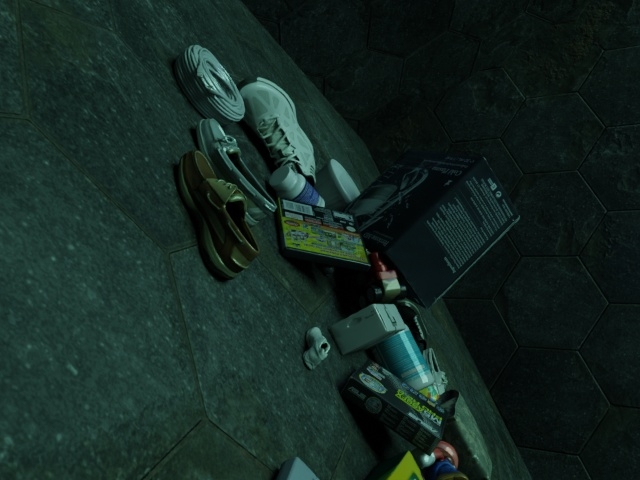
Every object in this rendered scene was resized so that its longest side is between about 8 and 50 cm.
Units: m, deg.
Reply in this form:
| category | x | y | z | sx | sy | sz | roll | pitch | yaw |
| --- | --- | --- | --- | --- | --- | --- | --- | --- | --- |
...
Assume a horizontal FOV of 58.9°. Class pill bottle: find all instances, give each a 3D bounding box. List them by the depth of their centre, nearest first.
| category | x | y | z | sx | sy | sz | roll | pitch | yaw |
| --- | --- | --- | --- | --- | --- | --- | --- | --- | --- |
| pill bottle | 0.248 | 0.368 | 1.834 | 0.264 | 0.146 | 0.146 | 65 | 17 | 17 |
| pill bottle | -0.080 | -0.153 | 1.851 | 0.186 | 0.112 | 0.112 | 47 | 20 | -38 |

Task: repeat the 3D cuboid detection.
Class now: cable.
| category | x | y | z | sx | sy | sz | roll | pitch | yaw |
| --- | --- | --- | --- | --- | --- | --- | --- | --- | --- |
| cable | -0.328 | -0.461 | 1.706 | 0.257 | 0.089 | 0.257 | 41 | 23 | -50 |

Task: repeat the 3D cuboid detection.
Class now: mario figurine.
| category | x | y | z | sx | sy | sz | roll | pitch | yaw |
| --- | --- | --- | --- | --- | --- | --- | --- | --- | --- |
| mario figurine | 0.297 | 0.636 | 1.478 | 0.320 | 0.170 | 0.198 | 114 | -16 | -84 |

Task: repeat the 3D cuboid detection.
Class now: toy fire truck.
| category | x | y | z | sx | sy | sz | roll | pitch | yaw |
| --- | --- | --- | --- | --- | --- | --- | --- | --- | --- |
| toy fire truck | 0.137 | 0.112 | 1.840 | 0.158 | 0.217 | 0.246 | -5 | 64 | -25 |

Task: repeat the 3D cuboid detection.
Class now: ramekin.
| category | x | y | z | sx | sy | sz | roll | pitch | yaw |
| --- | --- | --- | --- | --- | --- | --- | --- | --- | --- |
| ramekin | 0.069 | -0.191 | 2.344 | 0.273 | 0.127 | 0.273 | 52 | 18 | -24 |

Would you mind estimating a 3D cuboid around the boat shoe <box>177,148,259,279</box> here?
| category | x | y | z | sx | sy | sz | roll | pitch | yaw |
| --- | --- | --- | --- | --- | --- | --- | --- | --- | --- |
| boat shoe | -0.218 | -0.071 | 1.271 | 0.122 | 0.120 | 0.324 | 26 | 36 | -63 |

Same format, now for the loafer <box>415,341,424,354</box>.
| category | x | y | z | sx | sy | sz | roll | pitch | yaw |
| --- | --- | --- | --- | --- | --- | --- | --- | --- | --- |
| loafer | 0.363 | 0.439 | 2.217 | 0.223 | 0.076 | 0.078 | 17 | 80 | -76 |

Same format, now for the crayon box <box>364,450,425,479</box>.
| category | x | y | z | sx | sy | sz | roll | pitch | yaw |
| --- | --- | --- | --- | --- | --- | --- | --- | --- | --- |
| crayon box | 0.205 | 0.681 | 1.216 | 0.363 | 0.106 | 0.313 | 62 | 17 | 13 |

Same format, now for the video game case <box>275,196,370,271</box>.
| category | x | y | z | sx | sy | sz | roll | pitch | yaw |
| --- | --- | --- | --- | --- | --- | --- | --- | --- | --- |
| video game case | 0.003 | -0.020 | 1.740 | 0.275 | 0.035 | 0.248 | 12 | 37 | -20 |

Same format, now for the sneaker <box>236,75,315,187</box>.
| category | x | y | z | sx | sy | sz | roll | pitch | yaw |
| --- | --- | --- | --- | --- | --- | --- | --- | --- | --- |
| sneaker | -0.123 | -0.336 | 1.924 | 0.447 | 0.169 | 0.257 | 50 | 16 | -46 |

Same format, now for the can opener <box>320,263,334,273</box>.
| category | x | y | z | sx | sy | sz | roll | pitch | yaw |
| --- | --- | --- | --- | --- | --- | --- | --- | --- | --- |
| can opener | 0.000 | 0.000 | 1.937 | 0.095 | 0.076 | 0.283 | 18 | 31 | -16 |

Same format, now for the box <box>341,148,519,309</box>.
| category | x | y | z | sx | sy | sz | roll | pitch | yaw |
| --- | --- | --- | --- | --- | --- | --- | --- | --- | --- |
| box | 0.354 | -0.066 | 2.065 | 0.297 | 0.472 | 0.480 | 50 | -10 | -24 |

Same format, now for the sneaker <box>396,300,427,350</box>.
| category | x | y | z | sx | sy | sz | roll | pitch | yaw |
| --- | --- | --- | --- | --- | --- | --- | --- | --- | --- |
| sneaker | 0.399 | 0.362 | 2.421 | 0.222 | 0.083 | 0.118 | 55 | 17 | -19 |

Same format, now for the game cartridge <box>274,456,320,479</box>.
| category | x | y | z | sx | sy | sz | roll | pitch | yaw |
| --- | --- | --- | --- | --- | --- | --- | --- | --- | --- |
| game cartridge | 0.004 | 0.534 | 0.973 | 0.294 | 0.060 | 0.196 | 58 | 19 | -4 |

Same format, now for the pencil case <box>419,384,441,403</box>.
| category | x | y | z | sx | sy | sz | roll | pitch | yaw |
| --- | --- | --- | --- | --- | --- | --- | --- | --- | --- |
| pencil case | 0.322 | 0.471 | 1.966 | 0.236 | 0.104 | 0.104 | 61 | 16 | 12 |

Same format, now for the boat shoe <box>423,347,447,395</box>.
| category | x | y | z | sx | sy | sz | roll | pitch | yaw |
| --- | --- | --- | --- | --- | --- | --- | --- | --- | --- |
| boat shoe | 0.457 | 0.551 | 2.243 | 0.096 | 0.088 | 0.267 | 44 | 21 | -43 |

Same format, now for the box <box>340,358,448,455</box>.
| category | x | y | z | sx | sy | sz | roll | pitch | yaw |
| --- | --- | --- | --- | --- | --- | --- | --- | --- | --- |
| box | 0.205 | 0.436 | 1.519 | 0.270 | 0.060 | 0.216 | 32 | 10 | 15 |

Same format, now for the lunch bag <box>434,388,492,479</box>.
| category | x | y | z | sx | sy | sz | roll | pitch | yaw |
| --- | --- | --- | --- | --- | --- | --- | --- | --- | --- |
| lunch bag | 0.453 | 0.657 | 1.898 | 0.235 | 0.169 | 0.287 | 62 | 20 | 4 |

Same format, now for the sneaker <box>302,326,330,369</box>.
| category | x | y | z | sx | sy | sz | roll | pitch | yaw |
| --- | --- | --- | --- | --- | --- | --- | --- | --- | --- |
| sneaker | -0.003 | 0.264 | 1.425 | 0.053 | 0.061 | 0.152 | 52 | 16 | -18 |

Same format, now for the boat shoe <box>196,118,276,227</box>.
| category | x | y | z | sx | sy | sz | roll | pitch | yaw |
| --- | --- | --- | --- | --- | --- | --- | --- | --- | --- |
| boat shoe | -0.225 | -0.192 | 1.499 | 0.320 | 0.103 | 0.118 | 63 | 16 | 13 |

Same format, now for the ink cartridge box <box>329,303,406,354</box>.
| category | x | y | z | sx | sy | sz | roll | pitch | yaw |
| --- | --- | --- | --- | --- | --- | --- | --- | --- | --- |
| ink cartridge box | 0.144 | 0.262 | 1.691 | 0.092 | 0.160 | 0.219 | 64 | 17 | 15 |
